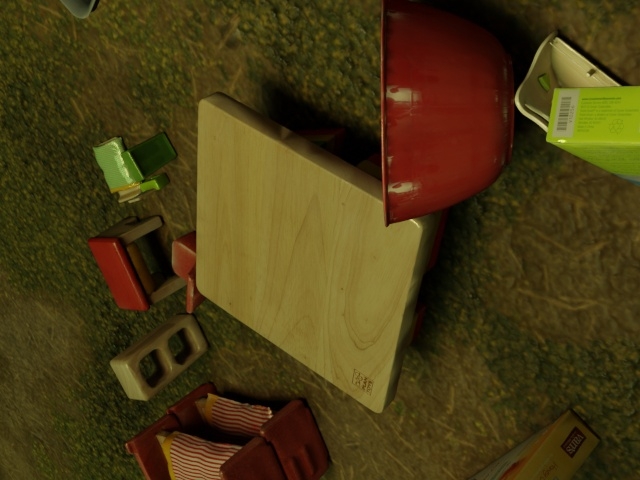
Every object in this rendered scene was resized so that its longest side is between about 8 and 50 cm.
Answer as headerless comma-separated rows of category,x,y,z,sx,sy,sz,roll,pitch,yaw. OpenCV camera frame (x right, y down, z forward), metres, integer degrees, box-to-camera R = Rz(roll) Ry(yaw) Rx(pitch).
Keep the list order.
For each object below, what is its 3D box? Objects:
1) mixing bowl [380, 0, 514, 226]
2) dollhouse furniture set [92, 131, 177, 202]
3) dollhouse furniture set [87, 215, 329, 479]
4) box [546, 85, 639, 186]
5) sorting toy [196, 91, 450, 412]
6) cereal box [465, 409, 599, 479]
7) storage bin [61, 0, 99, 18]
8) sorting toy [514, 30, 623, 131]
mixing bowl,0.097,-0.100,0.778,0.098,0.181,0.181,0,126,5
dollhouse furniture set,-0.234,-0.082,1.184,0.151,0.058,0.076,-12,110,48
dollhouse furniture set,-0.161,0.164,1.228,0.201,0.152,0.374,-1,118,45
box,0.243,-0.061,0.670,0.109,0.178,0.042,6,85,43
sorting toy,0.000,0.000,0.992,0.255,0.089,0.257,31,138,24
cereal box,0.154,0.275,0.987,0.047,0.173,0.240,46,140,7
storage bin,-0.210,-0.298,0.966,0.098,0.091,0.135,48,141,5
sorting toy,0.180,-0.104,0.743,0.083,0.075,0.045,42,140,13
